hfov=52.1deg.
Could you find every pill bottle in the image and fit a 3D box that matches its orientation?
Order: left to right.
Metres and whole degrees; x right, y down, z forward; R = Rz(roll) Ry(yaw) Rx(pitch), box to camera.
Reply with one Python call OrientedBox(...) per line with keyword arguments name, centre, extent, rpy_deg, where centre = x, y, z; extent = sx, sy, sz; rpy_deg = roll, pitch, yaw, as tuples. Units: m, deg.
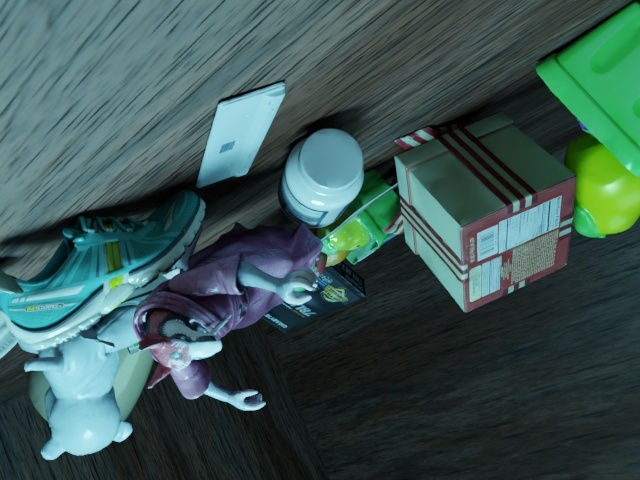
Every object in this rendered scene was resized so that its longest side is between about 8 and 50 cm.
OrientedBox(name="pill bottle", centre=(0.002, -0.086, 0.901), extent=(0.108, 0.108, 0.180), rpy_deg=(-23, 174, -13))

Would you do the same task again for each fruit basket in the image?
OrientedBox(name="fruit basket", centre=(0.004, 0.022, 1.343), extent=(0.353, 0.165, 0.327), rpy_deg=(-44, 179, -16))
OrientedBox(name="fruit basket", centre=(0.520, -0.197, 1.124), extent=(0.392, 0.283, 0.392), rpy_deg=(-32, 163, -11))

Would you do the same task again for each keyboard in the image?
OrientedBox(name="keyboard", centre=(-0.099, -0.112, 0.751), extent=(0.072, 0.014, 0.256), rpy_deg=(-17, 171, -19))

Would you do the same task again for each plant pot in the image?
OrientedBox(name="plant pot", centre=(-0.481, 0.256, 1.475), extent=(0.274, 0.256, 0.256), rpy_deg=(-48, 162, 30))

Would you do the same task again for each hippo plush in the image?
OrientedBox(name="hippo plush", centre=(-0.382, 0.235, 1.130), extent=(0.234, 0.237, 0.294), rpy_deg=(-15, -163, -28))

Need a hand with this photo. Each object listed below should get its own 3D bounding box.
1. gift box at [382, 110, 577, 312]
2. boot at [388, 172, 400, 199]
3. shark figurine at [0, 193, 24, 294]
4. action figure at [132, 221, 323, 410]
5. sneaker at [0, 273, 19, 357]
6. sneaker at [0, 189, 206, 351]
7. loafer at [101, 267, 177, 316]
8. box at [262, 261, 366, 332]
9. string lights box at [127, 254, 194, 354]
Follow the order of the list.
OrientedBox(name="gift box", centre=(0.264, -0.063, 1.173), extent=(0.276, 0.258, 0.255), rpy_deg=(-19, 133, -11))
OrientedBox(name="boot", centre=(0.180, -0.132, 1.438), extent=(0.219, 0.106, 0.082), rpy_deg=(1, -140, 34))
OrientedBox(name="shark figurine", centre=(-0.322, 0.012, 0.469), extent=(0.166, 0.116, 0.278), rpy_deg=(-21, 171, -16))
OrientedBox(name="action figure", centre=(-0.141, 0.060, 0.844), extent=(0.248, 0.275, 0.370), rpy_deg=(-61, 170, 21))
OrientedBox(name="sneaker", centre=(-0.532, 0.133, 0.760), extent=(0.236, 0.130, 0.323), rpy_deg=(-7, -160, 40))
OrientedBox(name="sneaker", centre=(-0.252, 0.014, 0.784), extent=(0.275, 0.110, 0.107), rpy_deg=(-41, -160, -29))
OrientedBox(name="loafer", centre=(-0.365, 0.076, 1.085), extent=(0.267, 0.084, 0.096), rpy_deg=(-16, -159, -34))
OrientedBox(name="box", centre=(-0.075, 0.121, 1.793), extent=(0.293, 0.073, 0.295), rpy_deg=(-27, 135, 23))
OrientedBox(name="string lights box", centre=(-0.294, 0.119, 1.353), extent=(0.259, 0.133, 0.077), rpy_deg=(-23, 170, -20))
